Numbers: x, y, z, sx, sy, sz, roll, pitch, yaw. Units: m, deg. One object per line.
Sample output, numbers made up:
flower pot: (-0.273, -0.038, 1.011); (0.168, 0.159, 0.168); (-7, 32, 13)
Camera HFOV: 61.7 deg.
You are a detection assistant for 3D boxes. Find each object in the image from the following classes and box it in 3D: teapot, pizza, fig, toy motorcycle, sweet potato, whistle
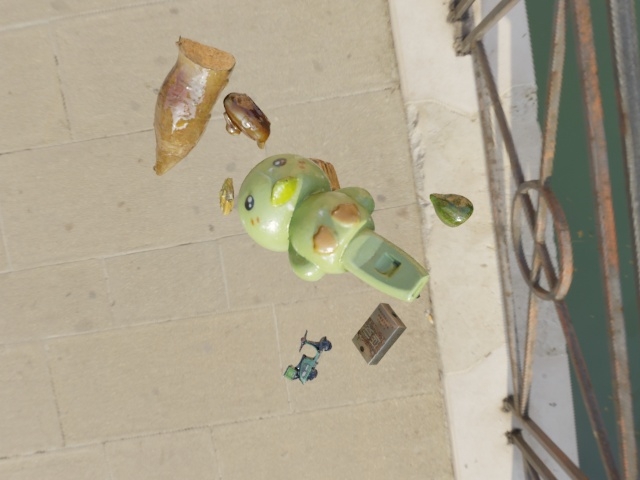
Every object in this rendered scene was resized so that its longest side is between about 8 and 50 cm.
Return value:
teapot: (-0.150, -0.236, 1.072); (0.078, 0.098, 0.129); (-39, 134, 8)
pizza: (-0.267, -0.121, 1.513); (0.036, 0.160, 0.099); (-1, 83, -15)
fig: (0.461, -0.125, 1.914); (0.156, 0.123, 0.123); (45, 92, 4)
toy motorcycle: (-0.037, 0.367, 1.676); (0.100, 0.058, 0.173); (27, 89, 13)
sweet potato: (-0.309, -0.273, 1.183); (0.131, 0.131, 0.336); (31, 116, -4)
whistle: (-0.003, -0.025, 0.667); (0.141, 0.294, 0.141); (-21, 124, -34)

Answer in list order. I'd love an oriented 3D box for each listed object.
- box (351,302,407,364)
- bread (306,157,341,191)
box: (0.088, 0.143, 0.817); (0.024, 0.053, 0.083); (15, 118, -43)
bread: (-0.050, -0.122, 1.253); (0.199, 0.199, 0.104); (-13, 79, 0)
